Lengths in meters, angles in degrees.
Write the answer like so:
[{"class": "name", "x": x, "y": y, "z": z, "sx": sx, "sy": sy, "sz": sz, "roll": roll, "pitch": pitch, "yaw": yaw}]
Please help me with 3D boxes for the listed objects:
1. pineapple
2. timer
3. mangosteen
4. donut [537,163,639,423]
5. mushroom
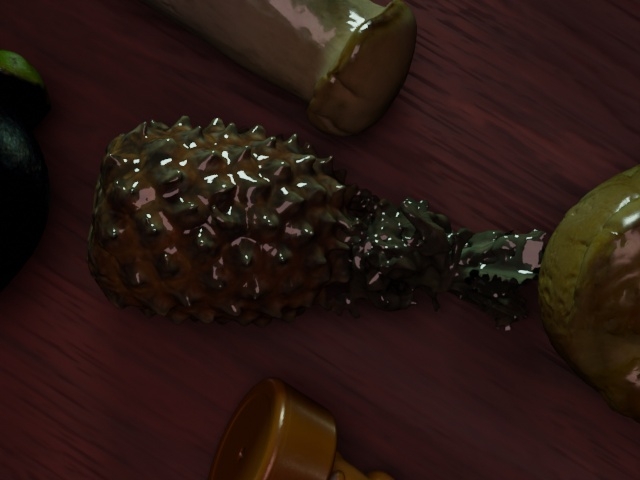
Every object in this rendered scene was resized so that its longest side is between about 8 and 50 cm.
[{"class": "pineapple", "x": 0.000, "y": 0.000, "z": 1.343, "sx": 0.361, "sy": 0.175, "sz": 0.175, "roll": 9, "pitch": 86, "yaw": -7}, {"class": "timer", "x": 0.003, "y": 0.195, "z": 1.348, "sx": 0.152, "sy": 0.132, "sz": 0.132, "roll": 24, "pitch": 88, "yaw": -18}, {"class": "mangosteen", "x": -0.321, "y": -0.058, "z": 1.346, "sx": 0.243, "sy": 0.243, "sz": 0.243, "roll": 0, "pitch": 85, "yaw": 5}, {"class": "donut", "x": 0.290, "y": 0.033, "z": 1.280, "sx": 0.261, "sy": 0.128, "sz": 0.208, "roll": -19, "pitch": 109, "yaw": -20}, {"class": "mushroom", "x": -0.095, "y": -0.246, "z": 1.371, "sx": 0.407, "sy": 0.137, "sz": 0.154, "roll": 36, "pitch": 78, "yaw": 4}]
